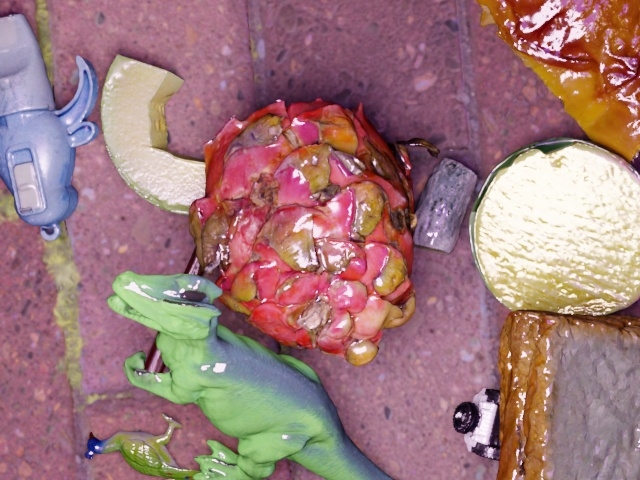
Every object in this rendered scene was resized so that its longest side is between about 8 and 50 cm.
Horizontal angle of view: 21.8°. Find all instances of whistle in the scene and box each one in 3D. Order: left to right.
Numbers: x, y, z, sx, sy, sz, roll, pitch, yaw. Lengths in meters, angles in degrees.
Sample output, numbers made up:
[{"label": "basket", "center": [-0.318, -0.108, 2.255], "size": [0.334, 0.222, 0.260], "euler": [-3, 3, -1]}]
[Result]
[{"label": "whistle", "center": [-0.341, -0.132, 1.936], "size": [0.180, 0.093, 0.269], "euler": [-10, 88, 15]}]

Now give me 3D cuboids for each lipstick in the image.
[{"label": "lipstick", "center": [-0.172, 0.089, 1.969], "size": [0.027, 0.027, 0.176], "euler": [23, 87, -1]}]

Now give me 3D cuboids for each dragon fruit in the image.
[{"label": "dragon fruit", "center": [0.000, 0.000, 1.850], "size": [0.250, 0.269, 0.291], "euler": [-33, 66, 26]}]

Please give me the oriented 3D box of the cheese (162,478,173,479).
[{"label": "cheese", "center": [-0.200, 0.320, 1.957], "size": [0.084, 0.041, 0.060], "euler": [-28, 97, -32]}]

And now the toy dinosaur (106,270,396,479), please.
[{"label": "toy dinosaur", "center": [0.003, 0.171, 1.816], "size": [0.499, 0.374, 0.144], "euler": [16, 61, -4]}]

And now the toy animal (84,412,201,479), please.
[{"label": "toy animal", "center": [-0.166, 0.249, 1.960], "size": [0.216, 0.041, 0.075], "euler": [16, 86, -5]}]

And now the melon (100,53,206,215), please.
[{"label": "melon", "center": [-0.191, -0.120, 1.953], "size": [0.118, 0.064, 0.210], "euler": [-13, 87, 0]}]

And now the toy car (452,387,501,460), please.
[{"label": "toy car", "center": [0.236, 0.223, 1.943], "size": [0.170, 0.070, 0.080], "euler": [14, 88, -20]}]

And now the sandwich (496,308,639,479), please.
[{"label": "sandwich", "center": [0.359, 0.211, 1.881], "size": [0.325, 0.131, 0.262], "euler": [2, 92, -21]}]

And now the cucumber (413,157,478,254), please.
[{"label": "cucumber", "center": [0.144, -0.039, 1.957], "size": [0.064, 0.064, 0.112], "euler": [20, 85, -1]}]

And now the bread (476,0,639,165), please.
[{"label": "bread", "center": [0.346, -0.210, 1.941], "size": [0.185, 0.109, 0.380], "euler": [-42, 93, -1]}]

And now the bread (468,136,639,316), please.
[{"label": "bread", "center": [0.286, -0.009, 1.950], "size": [0.228, 0.033, 0.229], "euler": [2, 101, 10]}]
